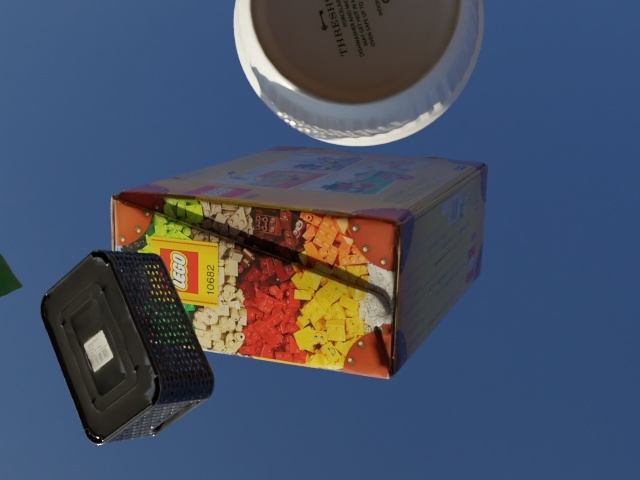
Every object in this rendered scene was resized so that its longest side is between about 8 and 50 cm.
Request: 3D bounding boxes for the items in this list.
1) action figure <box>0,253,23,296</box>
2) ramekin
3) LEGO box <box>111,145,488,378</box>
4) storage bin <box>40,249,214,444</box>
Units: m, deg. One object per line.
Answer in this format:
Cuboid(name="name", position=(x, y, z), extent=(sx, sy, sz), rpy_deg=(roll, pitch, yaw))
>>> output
Cuboid(name="action figure", position=(-0.461, 0.058, 1.053), extent=(0.232, 0.063, 0.137), rpy_deg=(-30, -115, -36))
Cuboid(name="ramekin", position=(0.038, -0.237, 1.019), extent=(0.273, 0.127, 0.272), rpy_deg=(0, -89, 4))
Cuboid(name="LEGO box", position=(0.000, 0.000, 1.376), extent=(0.373, 0.500, 0.193), rpy_deg=(6, -76, 20))
Cuboid(name="storage bin", position=(-0.207, 0.111, 1.036), extent=(0.122, 0.084, 0.180), rpy_deg=(-37, -113, 27))
